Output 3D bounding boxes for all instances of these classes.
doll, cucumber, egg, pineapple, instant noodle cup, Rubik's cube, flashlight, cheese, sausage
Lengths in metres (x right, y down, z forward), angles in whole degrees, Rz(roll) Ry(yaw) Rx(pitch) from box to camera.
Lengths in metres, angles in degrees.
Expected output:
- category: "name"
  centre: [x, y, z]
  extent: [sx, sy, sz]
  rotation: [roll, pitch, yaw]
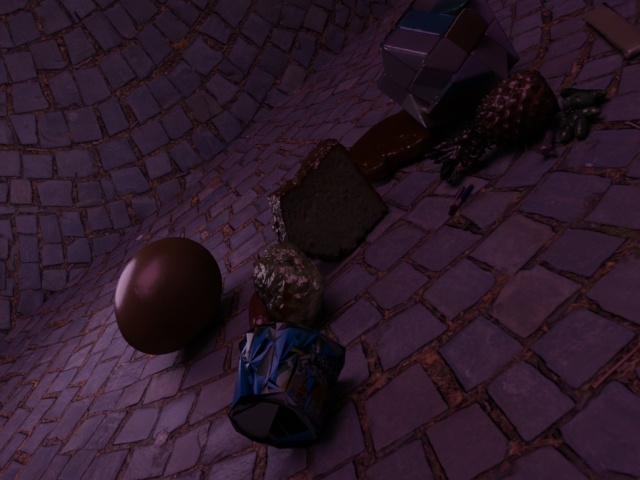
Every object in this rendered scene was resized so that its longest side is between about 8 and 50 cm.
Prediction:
- category: "doll"
  centre: [0.625, -0.307, 1.662]
  extent: [0.115, 0.077, 0.150]
  rotation: [-25, 37, 50]
- category: "cucumber"
  centre: [0.670, -0.371, 1.745]
  extent: [0.039, 0.039, 0.168]
  rotation: [-44, 27, -12]
- category: "egg"
  centre: [-0.455, 0.164, 2.024]
  extent: [0.301, 0.301, 0.374]
  rotation: [-13, 38, 43]
- category: "pineapple"
  centre: [0.440, -0.295, 1.783]
  extent: [0.361, 0.175, 0.175]
  rotation: [-31, 25, 23]
- category: "instant noodle cup"
  centre: [-0.075, 0.302, 1.386]
  extent: [0.240, 0.240, 0.178]
  rotation: [-22, 37, 32]
- category: "Rubik's cube"
  centre: [0.371, -0.535, 2.049]
  extent: [0.387, 0.368, 0.358]
  rotation: [-55, -1, -22]
- category: "flashlight"
  centre: [0.559, -0.237, 1.672]
  extent: [0.052, 0.031, 0.110]
  rotation: [4, 39, 23]
- category: "cheese"
  centre: [0.834, -0.597, 1.924]
  extent: [0.085, 0.034, 0.400]
  rotation: [-34, 24, 20]
- category: "sausage"
  centre: [-0.159, 0.201, 1.832]
  extent: [0.077, 0.077, 0.194]
  rotation: [-34, 26, 9]

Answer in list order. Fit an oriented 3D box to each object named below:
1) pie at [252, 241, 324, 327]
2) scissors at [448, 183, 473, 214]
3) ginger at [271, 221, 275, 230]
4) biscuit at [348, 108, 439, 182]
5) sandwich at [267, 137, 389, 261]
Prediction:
- category: "pie"
  centre: [-0.087, 0.125, 1.726]
  extent: [0.248, 0.090, 0.201]
  rotation: [43, 115, 38]
- category: "scissors"
  centre: [0.355, -0.105, 1.739]
  extent: [0.039, 0.012, 0.113]
  rotation: [-7, 39, 49]
- category: "ginger"
  centre: [-0.033, -0.119, 2.090]
  extent: [0.288, 0.075, 0.089]
  rotation: [-42, 3, -10]
- category: "biscuit"
  centre: [0.233, -0.310, 2.192]
  extent: [0.359, 0.074, 0.381]
  rotation: [-46, 28, -14]
- category: "sandwich"
  centre: [0.000, -0.084, 1.888]
  extent: [0.325, 0.262, 0.131]
  rotation: [-47, 21, -20]
